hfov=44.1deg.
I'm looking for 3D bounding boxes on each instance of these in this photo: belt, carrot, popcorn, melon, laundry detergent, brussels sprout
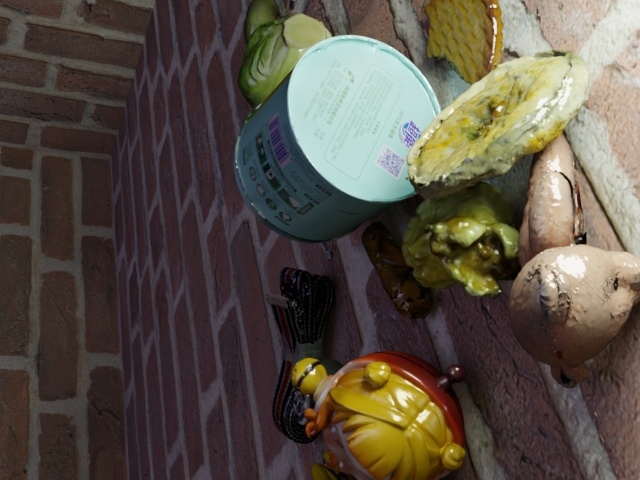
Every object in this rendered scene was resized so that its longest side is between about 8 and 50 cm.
[{"bbox_3d":[-0.041,0.235,1.620,0.094,0.126,0.359,8,98,56],"label":"belt"},{"bbox_3d":[0.126,0.048,1.348,0.229,0.069,0.069,-117,40,-51],"label":"carrot"},{"bbox_3d":[0.188,0.003,1.084,0.168,0.173,0.195,-34,21,18],"label":"popcorn"},{"bbox_3d":[-0.146,-0.553,2.017,0.099,0.099,0.162,147,131,-60],"label":"melon"},{"bbox_3d":[0.014,-0.155,1.365,0.305,0.287,0.287,149,122,-60],"label":"laundry detergent"},{"bbox_3d":[-0.068,-0.371,1.699,0.244,0.244,0.244,-175,90,-65],"label":"brussels sprout"}]

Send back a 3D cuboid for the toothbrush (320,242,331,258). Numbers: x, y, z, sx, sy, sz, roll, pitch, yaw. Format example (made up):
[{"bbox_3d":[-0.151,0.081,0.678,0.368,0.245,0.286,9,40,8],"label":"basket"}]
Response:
[{"bbox_3d":[0.000,0.000,1.692,0.131,0.011,0.013,-121,30,-52],"label":"toothbrush"}]

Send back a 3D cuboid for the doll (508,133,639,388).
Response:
[{"bbox_3d":[0.305,0.004,0.924,0.201,0.156,0.303,62,-147,-52],"label":"doll"}]

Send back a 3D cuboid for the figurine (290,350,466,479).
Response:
[{"bbox_3d":[0.098,0.281,1.206,0.320,0.196,0.323,46,154,2],"label":"figurine"}]

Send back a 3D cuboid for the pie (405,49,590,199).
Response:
[{"bbox_3d":[0.222,-0.153,1.027,0.274,0.055,0.274,-36,21,16],"label":"pie"}]

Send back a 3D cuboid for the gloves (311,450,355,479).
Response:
[{"bbox_3d":[0.035,0.494,1.426,0.294,0.116,0.133,-142,68,-69],"label":"gloves"}]

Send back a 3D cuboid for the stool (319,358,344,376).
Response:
[{"bbox_3d":[0.026,0.281,1.484,0.110,0.096,0.096,26,108,58],"label":"stool"}]

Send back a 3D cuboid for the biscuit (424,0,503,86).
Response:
[{"bbox_3d":[0.227,-0.314,1.243,0.176,0.031,0.228,140,129,-58],"label":"biscuit"}]
